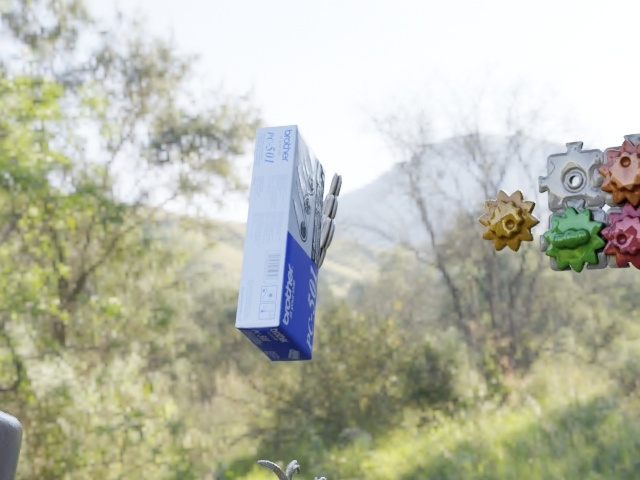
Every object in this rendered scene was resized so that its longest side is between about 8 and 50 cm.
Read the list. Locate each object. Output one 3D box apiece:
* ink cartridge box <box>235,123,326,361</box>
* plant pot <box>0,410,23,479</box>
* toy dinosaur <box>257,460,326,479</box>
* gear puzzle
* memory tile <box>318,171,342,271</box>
[{"bbox_3d":[-0.035,0.003,1.084,0.046,0.207,0.097,-4,-25,18],"label":"ink cartridge box"},{"bbox_3d":[-0.297,0.187,0.681,0.263,0.229,0.263,21,-13,5],"label":"plant pot"},{"bbox_3d":[-0.029,0.285,1.217,0.053,0.183,0.093,12,36,16],"label":"toy dinosaur"},{"bbox_3d":[0.351,-0.047,1.446,0.338,0.176,0.044,-5,-7,35],"label":"gear puzzle"},{"bbox_3d":[0.000,0.000,1.367,0.012,0.113,0.148,15,-42,-6],"label":"memory tile"}]
